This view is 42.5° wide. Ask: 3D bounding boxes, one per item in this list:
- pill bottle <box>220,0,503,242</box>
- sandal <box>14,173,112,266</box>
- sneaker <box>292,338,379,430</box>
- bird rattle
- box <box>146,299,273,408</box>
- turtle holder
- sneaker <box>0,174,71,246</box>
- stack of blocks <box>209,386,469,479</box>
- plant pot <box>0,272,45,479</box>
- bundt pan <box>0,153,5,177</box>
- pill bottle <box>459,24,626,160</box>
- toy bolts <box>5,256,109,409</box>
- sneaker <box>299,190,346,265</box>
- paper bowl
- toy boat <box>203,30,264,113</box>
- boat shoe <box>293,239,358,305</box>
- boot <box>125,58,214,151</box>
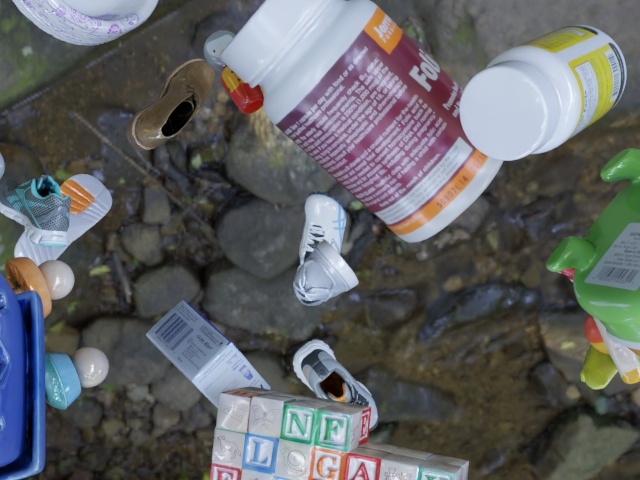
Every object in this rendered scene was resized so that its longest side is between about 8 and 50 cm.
[{"bbox_3d":[0.062,-0.202,1.195,0.392,0.224,0.224,41,117,-13],"label":"pill bottle"},{"bbox_3d":[-0.516,-0.034,1.608,0.076,0.265,0.102,-22,114,41],"label":"sandal"},{"bbox_3d":[0.041,0.316,1.663,0.100,0.108,0.271,-41,126,-3],"label":"sneaker"},{"bbox_3d":[0.470,0.122,1.331,0.143,0.207,0.254,-16,101,12],"label":"bird rattle"},{"bbox_3d":[-0.147,0.166,1.107,0.072,0.126,0.137,-44,136,-13],"label":"box"},{"bbox_3d":[0.427,0.003,0.897,0.227,0.320,0.243,43,141,-14],"label":"turtle holder"},{"bbox_3d":[-0.367,-0.054,1.072,0.065,0.166,0.076,3,112,-48],"label":"sneaker"},{"bbox_3d":[0.019,0.283,0.980,0.297,0.171,0.087,6,178,21],"label":"stack of blocks"},{"bbox_3d":[-0.408,0.146,0.823,0.235,0.236,0.212,-17,154,14],"label":"plant pot"},{"bbox_3d":[-0.364,-0.058,0.505,0.124,0.331,0.331,-1,140,23],"label":"bundt pan"},{"bbox_3d":[0.248,-0.165,0.915,0.208,0.119,0.119,-29,152,-45],"label":"pill bottle"},{"bbox_3d":[-0.387,0.133,1.161,0.158,0.218,0.229,-21,100,-32],"label":"toy bolts"},{"bbox_3d":[0.000,0.000,1.596,0.085,0.086,0.237,12,141,8],"label":"sneaker"},{"bbox_3d":[-0.439,-0.492,1.480,0.148,0.284,0.284,-11,145,44],"label":"paper bowl"},{"bbox_3d":[-0.052,-0.309,1.456,0.318,0.148,0.267,-15,160,-42],"label":"toy boat"},{"bbox_3d":[-0.004,0.046,0.989,0.063,0.184,0.066,-39,91,-10],"label":"boat shoe"},{"bbox_3d":[-0.298,-0.306,1.820,0.115,0.305,0.112,-8,127,36],"label":"boot"}]
